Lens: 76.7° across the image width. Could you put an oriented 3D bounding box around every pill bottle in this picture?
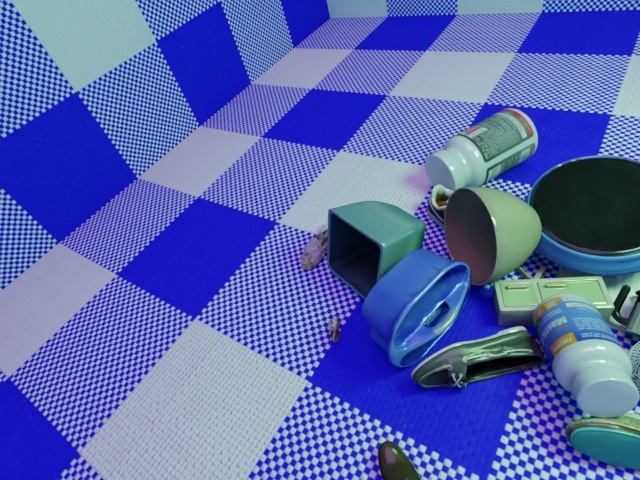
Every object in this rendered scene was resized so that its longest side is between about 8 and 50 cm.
[{"bbox_3d":[0.587,-0.320,1.495,0.363,0.210,0.210,-29,46,-10],"label":"pill bottle"},{"bbox_3d":[0.604,0.257,0.933,0.152,0.152,0.272,-4,27,15],"label":"pill bottle"}]

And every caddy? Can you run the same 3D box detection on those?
[{"bbox_3d":[0.277,0.185,1.103,0.341,0.241,0.179,-40,44,-19],"label":"caddy"}]

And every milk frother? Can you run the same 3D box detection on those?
[{"bbox_3d":[0.839,0.182,1.028,0.134,0.143,0.129,-67,25,3],"label":"milk frother"}]

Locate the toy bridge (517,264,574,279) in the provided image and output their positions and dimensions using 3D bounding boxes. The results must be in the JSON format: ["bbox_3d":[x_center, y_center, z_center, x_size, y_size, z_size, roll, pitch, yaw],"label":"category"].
[{"bbox_3d":[0.651,0.103,1.205,0.188,0.026,0.063,26,61,36],"label":"toy bridge"}]

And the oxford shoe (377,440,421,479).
[{"bbox_3d":[0.188,0.548,0.891,0.083,0.096,0.227,-25,44,-3],"label":"oxford shoe"}]

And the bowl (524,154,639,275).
[{"bbox_3d":[0.789,-0.087,1.148,0.391,0.077,0.391,-13,52,16],"label":"bowl"}]

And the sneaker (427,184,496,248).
[{"bbox_3d":[0.482,-0.074,1.361,0.126,0.127,0.321,-34,48,-15],"label":"sneaker"}]

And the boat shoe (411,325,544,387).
[{"bbox_3d":[0.402,0.315,1.028,0.335,0.112,0.095,-19,40,-4],"label":"boat shoe"}]

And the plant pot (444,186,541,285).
[{"bbox_3d":[0.512,-0.027,1.171,0.191,0.284,0.284,-10,44,-8],"label":"plant pot"}]

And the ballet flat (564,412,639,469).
[{"bbox_3d":[0.704,0.420,0.840,0.349,0.123,0.123,6,50,24],"label":"ballet flat"}]

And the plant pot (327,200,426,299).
[{"bbox_3d":[0.195,0.010,1.302,0.252,0.247,0.248,-24,43,-29],"label":"plant pot"}]

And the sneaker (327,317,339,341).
[{"bbox_3d":[0.038,0.278,1.244,0.037,0.032,0.083,-17,38,22],"label":"sneaker"}]

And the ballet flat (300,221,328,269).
[{"bbox_3d":[0.000,0.000,1.483,0.091,0.077,0.241,21,58,32],"label":"ballet flat"}]

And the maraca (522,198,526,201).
[{"bbox_3d":[0.667,-0.078,1.324,0.186,0.099,0.127,-20,35,29],"label":"maraca"}]

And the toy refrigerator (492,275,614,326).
[{"bbox_3d":[0.624,0.166,1.107,0.270,0.094,0.102,-4,47,15],"label":"toy refrigerator"}]

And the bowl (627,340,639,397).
[{"bbox_3d":[0.789,0.295,0.894,0.170,0.080,0.170,-5,72,14],"label":"bowl"}]
